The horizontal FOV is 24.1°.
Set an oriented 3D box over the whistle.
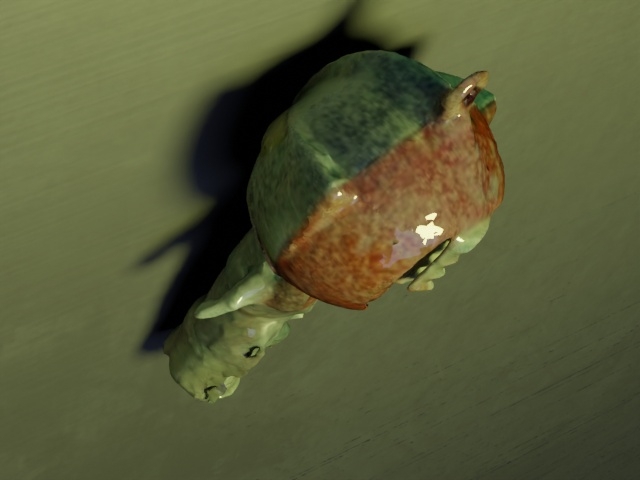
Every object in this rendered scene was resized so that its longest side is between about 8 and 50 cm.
[{"bbox_3d":[0.000,0.001,0.886,0.346,0.133,0.142,-48,-170,47],"label":"whistle"}]
